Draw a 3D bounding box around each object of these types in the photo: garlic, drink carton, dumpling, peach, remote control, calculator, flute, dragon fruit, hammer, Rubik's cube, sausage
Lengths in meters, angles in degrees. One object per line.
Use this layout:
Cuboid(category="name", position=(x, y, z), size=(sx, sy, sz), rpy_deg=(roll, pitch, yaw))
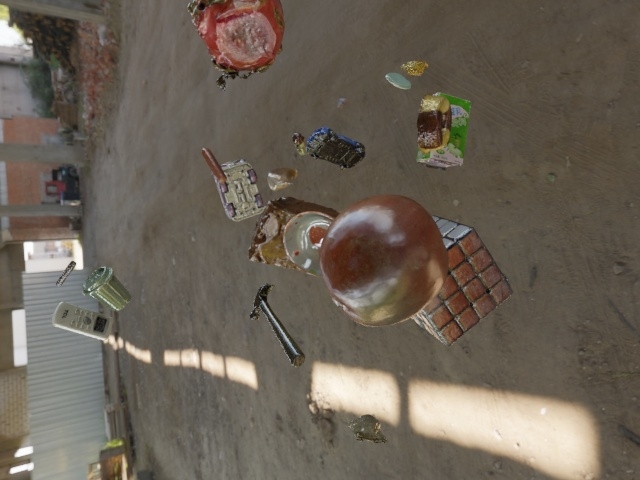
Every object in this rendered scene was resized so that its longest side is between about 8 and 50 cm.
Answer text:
Cuboid(category="garlic", position=(-0.168, -0.264, 1.836), size=(0.198, 0.129, 0.090), rpy_deg=(-80, -20, -70))
Cuboid(category="drink carton", position=(0.478, -0.424, 1.657), size=(0.108, 0.161, 0.271), rpy_deg=(-176, 95, -71))
Cuboid(category="dumpling", position=(0.213, 0.807, 1.818), size=(0.332, 0.166, 0.086), rpy_deg=(95, -176, -78))
Cuboid(category="peach", position=(0.117, 0.043, 0.809), size=(0.252, 0.253, 0.252), rpy_deg=(9, 101, 58))
Cuboid(category="remote control", position=(-0.816, 0.277, 1.451), size=(0.029, 0.190, 0.087), rpy_deg=(-33, 42, 32))
Cuboid(category="calculator", position=(0.308, -0.624, 1.648), size=(0.095, 0.153, 0.021), rpy_deg=(47, 130, 16))
Cuboid(category="flute", position=(-0.532, 0.072, 0.879), size=(0.270, 0.014, 0.014), rpy_deg=(-21, 75, 51))
Cuboid(category="dragon fruit", position=(-0.220, -0.603, 1.165), size=(0.269, 0.250, 0.291), rpy_deg=(71, 178, -46))
Cuboid(category="hammer", position=(-0.151, 0.292, 1.448), size=(0.440, 0.044, 0.168), rpy_deg=(40, 113, 59))
Cuboid(category="Rubik's cube", position=(0.472, 0.144, 1.678), size=(0.344, 0.344, 0.337), rpy_deg=(56, 176, -16))
Cuboid(category="sausage", position=(-0.356, -0.251, 1.412), size=(0.147, 0.030, 0.035), rpy_deg=(55, 131, 15))

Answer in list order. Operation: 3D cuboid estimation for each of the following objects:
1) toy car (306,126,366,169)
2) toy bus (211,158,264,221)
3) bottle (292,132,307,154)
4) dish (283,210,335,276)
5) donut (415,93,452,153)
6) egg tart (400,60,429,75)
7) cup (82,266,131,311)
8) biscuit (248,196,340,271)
Cuboid(category="toy car", position=(0.050, -0.281, 1.280), size=(0.103, 0.216, 0.063), rpy_deg=(-41, 57, 33))
Cuboid(category="toy bus", position=(-0.300, -0.188, 1.531), size=(0.142, 0.142, 0.202), rpy_deg=(-137, 31, -61))
Cuboid(category="bottle", position=(-0.077, -0.367, 1.595), size=(0.101, 0.047, 0.063), rpy_deg=(57, -169, -61))
Cuboid(category="dish", position=(0.000, 0.000, 1.521), size=(0.260, 0.085, 0.260), rpy_deg=(9, 120, 15))
Cuboid(category="donut", position=(0.362, -0.368, 1.331), size=(0.073, 0.166, 0.184), rpy_deg=(6, 69, 35))
Cuboid(category="egg tart", position=(0.430, -0.782, 1.926), size=(0.129, 0.129, 0.049), rpy_deg=(8, 103, 58))
Cuboid(category="cup", position=(-0.732, 0.171, 1.457), size=(0.120, 0.120, 0.141), rpy_deg=(35, 163, 52))
Cuboid(category="biscuit", position=(-0.113, -0.025, 2.006), size=(0.166, 0.395, 0.342), rpy_deg=(-101, 32, -51))
